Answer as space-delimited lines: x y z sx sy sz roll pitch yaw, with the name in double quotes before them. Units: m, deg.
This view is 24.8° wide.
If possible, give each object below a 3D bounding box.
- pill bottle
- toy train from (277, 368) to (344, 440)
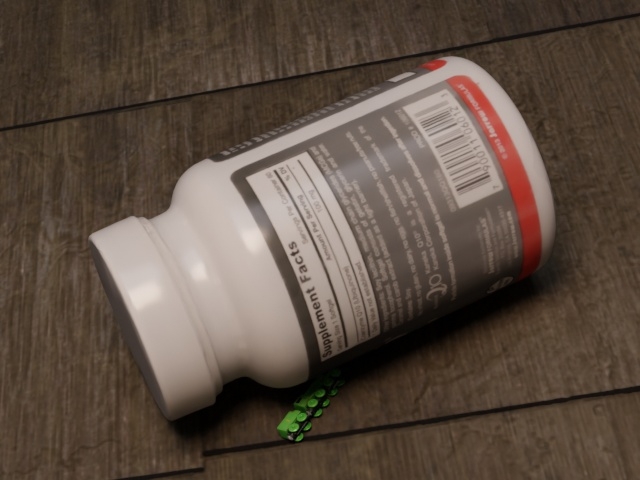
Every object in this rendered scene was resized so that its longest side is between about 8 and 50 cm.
"pill bottle" 0.000 0.000 1.250 0.363 0.210 0.210 -24 45 -12
"toy train" -0.008 0.139 1.249 0.023 0.017 0.083 11 48 36
